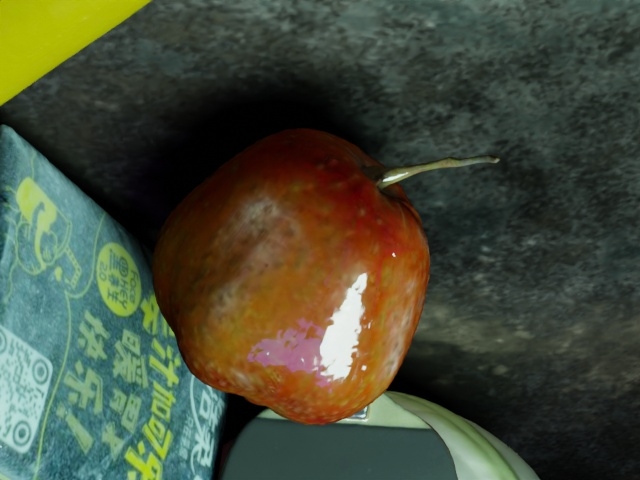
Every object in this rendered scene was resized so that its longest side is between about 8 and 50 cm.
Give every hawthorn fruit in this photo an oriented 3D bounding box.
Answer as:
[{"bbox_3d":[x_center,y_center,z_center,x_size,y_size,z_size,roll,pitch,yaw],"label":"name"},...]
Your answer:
[{"bbox_3d":[0.000,0.000,1.020,0.163,0.162,0.203,17,117,-31],"label":"hawthorn fruit"}]

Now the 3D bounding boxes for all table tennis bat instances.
[{"bbox_3d":[0.013,0.134,1.098,0.154,0.274,0.021,5,167,-4],"label":"table tennis bat"}]

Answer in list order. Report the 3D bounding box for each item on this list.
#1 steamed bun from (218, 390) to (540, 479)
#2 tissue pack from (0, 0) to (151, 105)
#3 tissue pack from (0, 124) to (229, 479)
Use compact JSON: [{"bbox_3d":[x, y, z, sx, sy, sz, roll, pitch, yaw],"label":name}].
[{"bbox_3d":[-0.001,0.243,1.228,0.309,0.309,0.309,-6,143,-4],"label":"steamed bun"},{"bbox_3d":[-0.162,-0.160,0.771,0.271,0.134,0.192,-30,139,27],"label":"tissue pack"},{"bbox_3d":[-0.148,0.078,1.042,0.081,0.185,0.257,-9,146,28],"label":"tissue pack"}]
